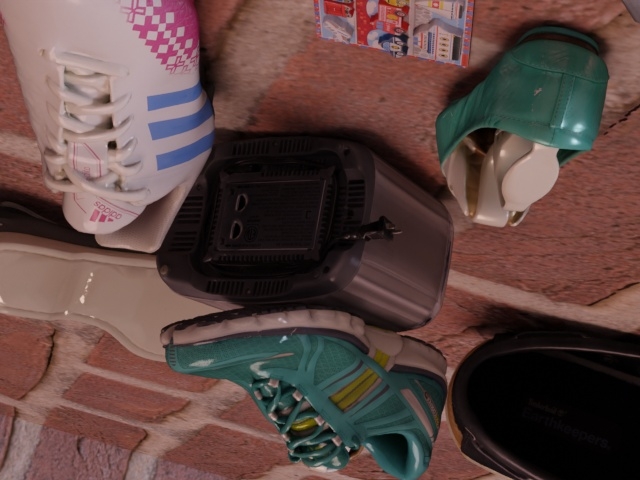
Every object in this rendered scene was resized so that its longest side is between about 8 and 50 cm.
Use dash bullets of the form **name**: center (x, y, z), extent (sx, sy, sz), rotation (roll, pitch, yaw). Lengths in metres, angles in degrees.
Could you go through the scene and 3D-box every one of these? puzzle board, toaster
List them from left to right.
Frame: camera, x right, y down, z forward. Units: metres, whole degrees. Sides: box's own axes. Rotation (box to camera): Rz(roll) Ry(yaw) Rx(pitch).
- **toaster**: center (0.000, 0.000, 1.464), extent (0.227, 0.129, 0.146), rotation (-3, 162, 36)
- **puzzle board**: center (0.042, -0.134, 1.157), extent (0.096, 0.011, 0.128), rotation (13, 165, 6)

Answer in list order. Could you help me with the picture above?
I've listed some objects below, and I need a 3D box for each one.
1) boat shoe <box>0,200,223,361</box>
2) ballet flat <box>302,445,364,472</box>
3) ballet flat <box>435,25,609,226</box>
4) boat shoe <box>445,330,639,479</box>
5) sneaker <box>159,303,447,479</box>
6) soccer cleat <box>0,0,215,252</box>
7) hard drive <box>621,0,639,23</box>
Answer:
- **boat shoe**: center (-0.200, 0.032, 1.883), extent (0.319, 0.116, 0.099), rotation (15, -150, -29)
- **ballet flat**: center (0.010, 0.188, 2.129), extent (0.116, 0.124, 0.342), rotation (13, 165, 4)
- **ballet flat**: center (0.115, -0.056, 1.224), extent (0.083, 0.087, 0.247), rotation (15, 165, -4)
- **boat shoe**: center (0.342, 0.193, 1.736), extent (0.500, 0.187, 0.156), rotation (15, 172, 16)
- **sneaker**: center (-0.001, 0.109, 1.411), extent (0.107, 0.110, 0.275), rotation (-9, 160, 43)
- **soccer cleat**: center (-0.133, -0.086, 1.240), extent (0.116, 0.143, 0.331), rotation (11, 164, 12)
- **hard drive**: center (0.182, -0.144, 0.968), extent (0.094, 0.022, 0.135), rotation (6, 163, 29)
